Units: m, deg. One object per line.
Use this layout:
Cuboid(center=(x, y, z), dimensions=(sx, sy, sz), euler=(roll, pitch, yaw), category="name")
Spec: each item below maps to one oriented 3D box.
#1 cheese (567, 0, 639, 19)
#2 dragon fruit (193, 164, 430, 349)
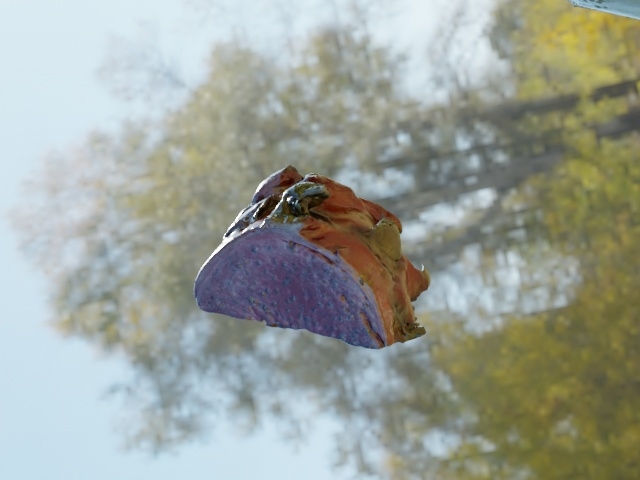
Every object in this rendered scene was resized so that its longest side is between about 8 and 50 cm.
Cuboid(center=(0.146, -0.142, 0.815), dimensions=(0.137, 0.227, 0.064), euler=(-10, -67, -68), category="cheese")
Cuboid(center=(0.000, 0.000, 1.037), dimensions=(0.102, 0.147, 0.096), euler=(-68, -15, -68), category="dragon fruit")
